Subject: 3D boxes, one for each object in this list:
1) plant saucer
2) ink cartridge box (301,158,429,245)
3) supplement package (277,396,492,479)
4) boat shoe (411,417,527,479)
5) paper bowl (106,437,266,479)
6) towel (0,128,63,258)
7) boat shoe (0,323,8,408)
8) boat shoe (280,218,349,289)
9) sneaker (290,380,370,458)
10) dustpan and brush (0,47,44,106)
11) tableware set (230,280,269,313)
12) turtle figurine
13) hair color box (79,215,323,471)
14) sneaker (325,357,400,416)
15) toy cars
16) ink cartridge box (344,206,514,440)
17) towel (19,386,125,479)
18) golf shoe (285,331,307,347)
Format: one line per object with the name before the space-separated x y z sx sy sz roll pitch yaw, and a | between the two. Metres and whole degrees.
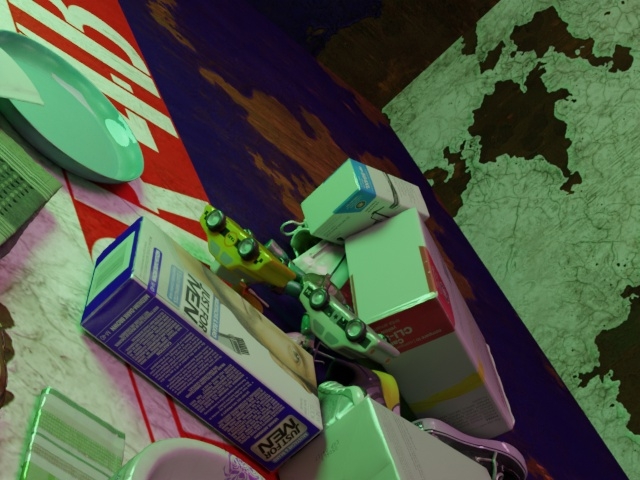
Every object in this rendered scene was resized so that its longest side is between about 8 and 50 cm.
plant saucer | -0.412 -0.202 1.581 0.317 0.043 0.318 43 17 -17
ink cartridge box | 0.089 -0.058 1.952 0.203 0.148 0.086 18 41 -39
supplement package | 0.116 0.378 1.369 0.293 0.177 0.175 35 21 -37
boat shoe | 0.277 0.418 1.828 0.306 0.113 0.105 33 28 -36
paper bowl | -0.115 0.336 0.915 0.284 0.148 0.284 44 16 -17
towel | -0.480 -0.115 1.213 0.324 0.056 0.312 43 14 -11
boat shoe | -0.354 0.099 1.017 0.060 0.064 0.178 77 -11 -50
boat shoe | -0.006 0.006 2.039 0.156 0.136 0.367 44 26 -5
sneaker | -0.008 0.271 1.472 0.086 0.132 0.228 59 -19 3
dustpan and brush | -0.493 -0.259 1.400 0.147 0.060 0.211 4 50 -59
tableware set | -0.146 0.098 1.622 0.104 0.024 0.154 42 17 3
turtle figurine | -0.021 0.105 1.779 0.234 0.118 0.175 39 17 -11
hair color box | -0.153 0.138 1.356 0.339 0.110 0.185 44 15 -22
sneaker | 0.072 0.300 1.611 0.121 0.111 0.300 30 17 -24
toy cars | -0.051 0.089 1.624 0.393 0.087 0.176 37 2 -3
ink cartridge box | 0.204 0.178 1.903 0.385 0.160 0.279 58 14 -32
towel | -0.256 0.228 1.036 0.113 0.023 0.152 39 20 -22
golf shoe | -0.079 0.160 1.579 0.086 0.069 0.176 42 12 8
